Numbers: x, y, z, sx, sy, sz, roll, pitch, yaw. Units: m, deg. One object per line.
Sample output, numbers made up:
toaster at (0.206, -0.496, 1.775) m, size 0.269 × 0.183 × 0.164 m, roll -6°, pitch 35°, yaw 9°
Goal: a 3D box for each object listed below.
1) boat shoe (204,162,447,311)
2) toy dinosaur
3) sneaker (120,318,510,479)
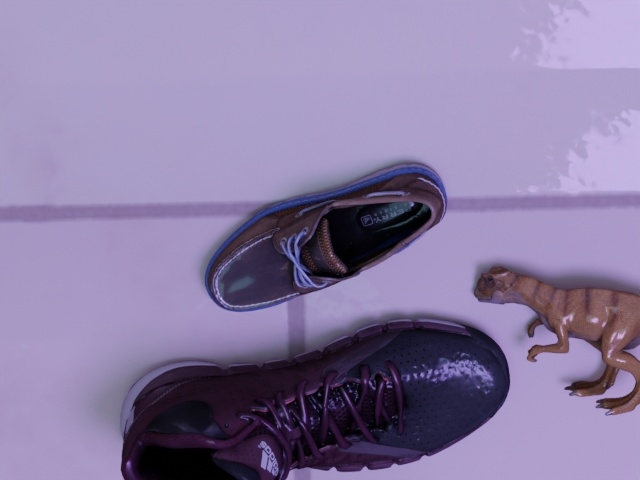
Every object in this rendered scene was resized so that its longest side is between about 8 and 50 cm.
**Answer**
boat shoe at (0.000, 0.000, 1.348) m, size 0.183 × 0.066 × 0.066 m, roll -28°, pitch 101°, yaw 9°
toy dinosaur at (0.213, 0.059, 1.357) m, size 0.211 × 0.064 × 0.112 m, roll 3°, pitch 103°, yaw 1°
sneaker at (-0.006, 0.136, 1.334) m, size 0.281 × 0.162 × 0.106 m, roll -11°, pitch 104°, yaw 6°
